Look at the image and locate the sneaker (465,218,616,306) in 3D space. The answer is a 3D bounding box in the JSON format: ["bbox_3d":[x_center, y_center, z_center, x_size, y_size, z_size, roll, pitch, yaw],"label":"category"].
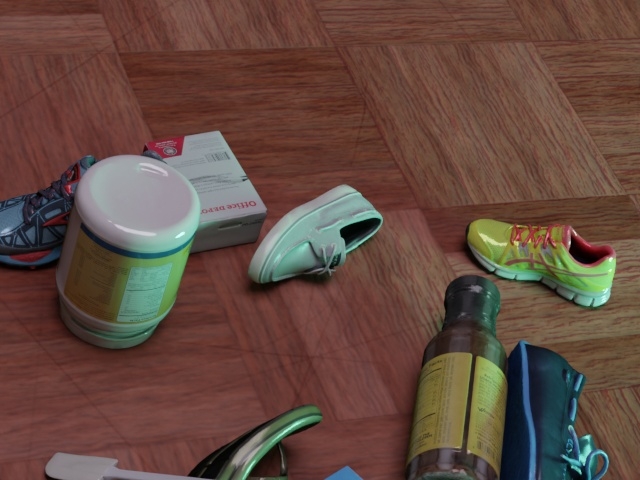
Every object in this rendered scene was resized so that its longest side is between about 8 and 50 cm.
[{"bbox_3d":[0.294,0.007,2.412,0.208,0.094,0.081,19,44,0],"label":"sneaker"}]

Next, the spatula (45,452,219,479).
[{"bbox_3d":[-0.223,0.282,1.902,0.242,0.019,0.168,4,29,30],"label":"spatula"}]

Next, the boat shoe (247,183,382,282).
[{"bbox_3d":[0.000,0.001,2.316,0.081,0.079,0.227,34,41,20],"label":"boat shoe"}]

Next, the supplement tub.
[{"bbox_3d":[-0.227,0.015,2.124,0.144,0.200,0.144,11,44,-11],"label":"supplement tub"}]

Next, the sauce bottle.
[{"bbox_3d":[0.169,0.180,2.174,0.111,0.111,0.344,18,43,-3],"label":"sauce bottle"}]

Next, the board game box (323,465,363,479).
[{"bbox_3d":[-0.006,0.393,1.906,0.316,0.064,0.242,-27,55,-39],"label":"board game box"}]

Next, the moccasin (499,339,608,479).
[{"bbox_3d":[0.273,0.244,2.131,0.117,0.138,0.342,19,43,-8],"label":"moccasin"}]

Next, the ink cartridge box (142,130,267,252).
[{"bbox_3d":[-0.150,-0.061,2.333,0.109,0.063,0.150,-11,52,-29],"label":"ink cartridge box"}]

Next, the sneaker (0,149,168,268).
[{"bbox_3d":[-0.300,-0.054,2.207,0.262,0.125,0.104,-13,49,-15],"label":"sneaker"}]

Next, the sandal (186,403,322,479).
[{"bbox_3d":[-0.097,0.279,1.989,0.086,0.120,0.303,52,47,-6],"label":"sandal"}]
